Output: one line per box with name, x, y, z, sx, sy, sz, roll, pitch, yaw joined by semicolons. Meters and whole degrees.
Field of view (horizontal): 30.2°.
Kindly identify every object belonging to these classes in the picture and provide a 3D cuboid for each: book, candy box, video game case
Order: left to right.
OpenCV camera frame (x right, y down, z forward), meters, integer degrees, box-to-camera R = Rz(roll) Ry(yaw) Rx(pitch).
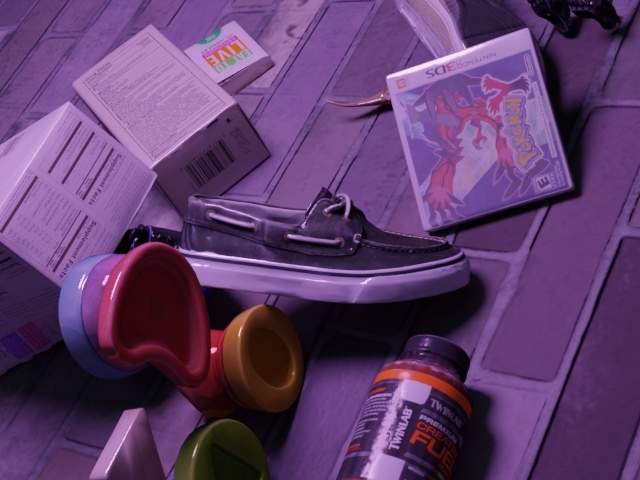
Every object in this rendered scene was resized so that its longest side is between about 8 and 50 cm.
candy box;-0.407;0.082;1.614;0.196;0.070;0.165;-29;42;5
book;-0.142;-0.280;1.820;0.096;0.035;0.144;-34;40;-6
video game case;0.186;-0.129;1.399;0.183;0.023;0.201;-17;79;18

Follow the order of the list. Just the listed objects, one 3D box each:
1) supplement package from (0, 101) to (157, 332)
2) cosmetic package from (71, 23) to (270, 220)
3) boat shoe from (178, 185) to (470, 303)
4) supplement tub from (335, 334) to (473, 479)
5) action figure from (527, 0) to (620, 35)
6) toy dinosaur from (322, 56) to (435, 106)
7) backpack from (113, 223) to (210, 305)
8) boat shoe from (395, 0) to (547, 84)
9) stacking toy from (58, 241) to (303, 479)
supplement package;-0.360;-0.018;1.455;0.262;0.145;0.204;-18;39;48
cosmetic package;-0.222;-0.177;1.710;0.160;0.113;0.309;-38;41;-5
boat shoe;0.000;0.000;1.325;0.335;0.119;0.121;2;11;5
supplement tub;0.088;0.192;1.176;0.106;0.106;0.198;1;52;33
action figure;0.389;-0.394;1.515;0.275;0.141;0.164;-49;32;-14
toy dinosaur;0.102;-0.196;1.585;0.183;0.053;0.092;-25;27;-1
backpack;-0.205;0.075;1.448;0.158;0.117;0.173;-8;72;65
boat shoe;0.185;-0.257;1.531;0.118;0.103;0.320;-9;51;-28
stacking toy;-0.166;0.168;1.241;0.130;0.309;0.279;-13;56;33
